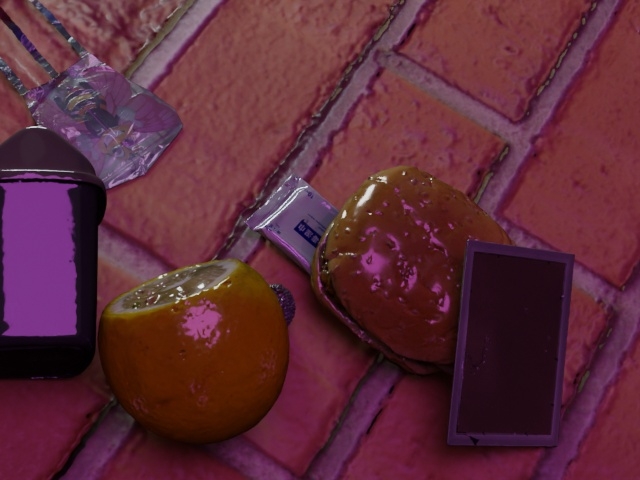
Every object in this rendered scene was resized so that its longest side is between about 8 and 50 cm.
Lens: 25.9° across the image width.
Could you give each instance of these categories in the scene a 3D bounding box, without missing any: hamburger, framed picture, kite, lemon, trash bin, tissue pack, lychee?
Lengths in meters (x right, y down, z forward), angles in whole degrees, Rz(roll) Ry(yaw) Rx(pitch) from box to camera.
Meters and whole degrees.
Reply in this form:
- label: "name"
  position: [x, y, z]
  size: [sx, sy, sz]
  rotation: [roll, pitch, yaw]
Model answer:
- label: "hamburger"
  position: [0.139, 0.043, 1.915]
  size: [0.283, 0.144, 0.259]
  rotation: [33, 60, -13]
- label: "framed picture"
  position: [0.257, 0.142, 1.877]
  size: [0.216, 0.016, 0.273]
  rotation: [8, 87, -39]
- label: "kite"
  position: [-0.372, -0.224, 2.002]
  size: [0.360, 0.022, 0.204]
  rotation: [44, 61, 9]
- label: "lemon"
  position: [-0.151, 0.151, 1.749]
  size: [0.240, 0.240, 0.219]
  rotation: [-25, 105, -24]
- label: "trash bin"
  position: [-0.365, 0.020, 1.778]
  size: [0.182, 0.209, 0.290]
  rotation: [1, 69, -15]
- label: "tissue pack"
  position: [0.000, 0.000, 1.977]
  size: [0.193, 0.026, 0.122]
  rotation: [39, 56, 4]
- label: "lychee"
  position: [-0.067, 0.095, 1.890]
  size: [0.083, 0.067, 0.068]
  rotation: [-42, 117, -54]
